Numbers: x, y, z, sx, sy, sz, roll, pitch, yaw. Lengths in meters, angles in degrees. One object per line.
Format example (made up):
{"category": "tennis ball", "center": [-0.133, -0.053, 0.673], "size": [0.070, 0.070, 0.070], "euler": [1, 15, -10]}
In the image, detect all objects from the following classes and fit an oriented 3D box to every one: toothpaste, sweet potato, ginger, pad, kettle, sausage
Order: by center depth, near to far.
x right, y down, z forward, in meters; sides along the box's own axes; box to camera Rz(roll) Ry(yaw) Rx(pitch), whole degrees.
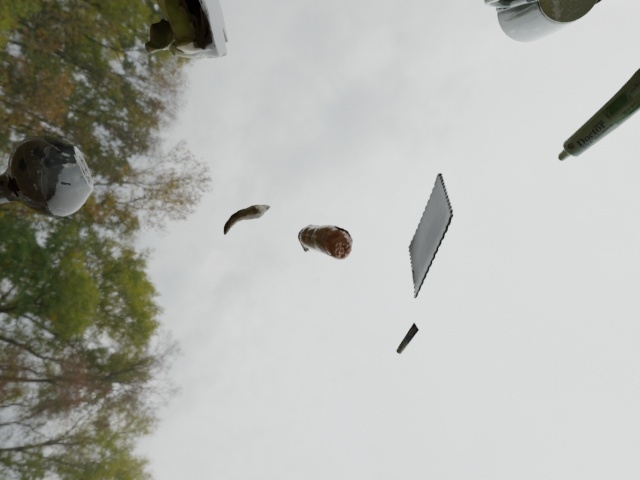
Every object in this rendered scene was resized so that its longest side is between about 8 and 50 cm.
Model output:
{"category": "sausage", "center": [0.000, 0.000, 0.582], "size": [0.158, 0.036, 0.042], "euler": [-176, -88, -72]}
{"category": "toothpaste", "center": [0.539, -0.227, 0.852], "size": [0.064, 0.041, 0.218], "euler": [40, -40, 3]}
{"category": "ginger", "center": [-0.318, -0.505, 0.872], "size": [0.211, 0.358, 0.413], "euler": [-12, -131, -1]}
{"category": "kettle", "center": [0.466, -0.527, 0.973], "size": [0.211, 0.243, 0.159], "euler": [11, -68, 4]}
{"category": "toothpaste", "center": [0.193, 0.219, 0.996], "size": [0.083, 0.015, 0.024], "euler": [-65, -149, 26]}
{"category": "sweet potato", "center": [-0.186, -0.064, 1.133], "size": [0.038, 0.153, 0.041], "euler": [-7, -71, 52]}
{"category": "pad", "center": [0.290, -0.019, 1.211], "size": [0.269, 0.012, 0.268], "euler": [-78, -177, -57]}

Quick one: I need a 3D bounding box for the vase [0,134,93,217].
{"category": "vase", "center": [-0.429, -0.077, 0.637], "size": [0.120, 0.183, 0.120], "euler": [160, -90, -75]}
